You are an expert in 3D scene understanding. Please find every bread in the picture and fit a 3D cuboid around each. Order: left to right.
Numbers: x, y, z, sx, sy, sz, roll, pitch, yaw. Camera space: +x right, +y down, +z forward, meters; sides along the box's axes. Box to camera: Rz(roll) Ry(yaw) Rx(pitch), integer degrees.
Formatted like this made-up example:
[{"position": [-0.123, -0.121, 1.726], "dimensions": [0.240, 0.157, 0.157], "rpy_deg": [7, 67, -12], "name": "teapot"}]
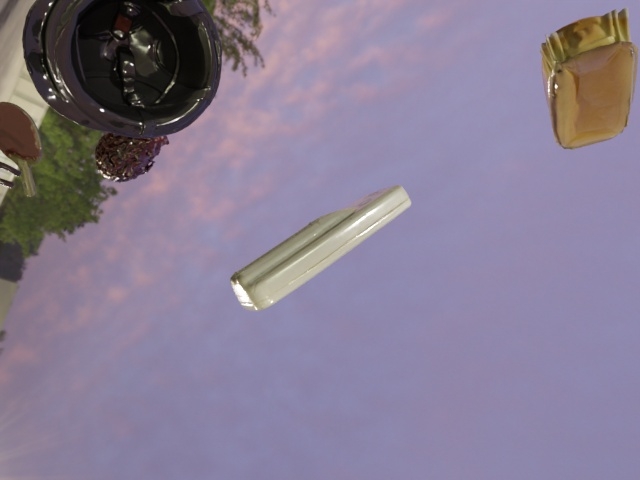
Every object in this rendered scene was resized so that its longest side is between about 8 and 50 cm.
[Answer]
[{"position": [0.474, -0.278, 0.891], "dimensions": [0.136, 0.241, 0.107], "rpy_deg": [-13, -124, 22], "name": "bread"}]

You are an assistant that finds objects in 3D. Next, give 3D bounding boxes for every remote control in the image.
[{"position": [0.001, 0.001, 0.584], "dimensions": [0.230, 0.049, 0.090], "rpy_deg": [-34, -171, -25], "name": "remote control"}]

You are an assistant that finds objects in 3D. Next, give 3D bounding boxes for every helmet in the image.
[{"position": [-0.297, -0.276, 0.748], "dimensions": [0.160, 0.279, 0.230], "rpy_deg": [27, -53, 48], "name": "helmet"}]

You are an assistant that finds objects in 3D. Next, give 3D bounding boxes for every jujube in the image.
[{"position": [-0.361, -0.175, 0.935], "dimensions": [0.166, 0.104, 0.104], "rpy_deg": [-37, -139, 33], "name": "jujube"}]

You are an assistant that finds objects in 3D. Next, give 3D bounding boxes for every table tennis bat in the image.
[{"position": [-0.712, -0.212, 1.184], "dimensions": [0.022, 0.131, 0.234], "rpy_deg": [-63, 162, -55], "name": "table tennis bat"}]

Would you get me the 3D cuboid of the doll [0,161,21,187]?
[{"position": [-0.719, -0.176, 1.013], "dimensions": [0.057, 0.165, 0.139], "rpy_deg": [-42, -107, 25], "name": "doll"}]
